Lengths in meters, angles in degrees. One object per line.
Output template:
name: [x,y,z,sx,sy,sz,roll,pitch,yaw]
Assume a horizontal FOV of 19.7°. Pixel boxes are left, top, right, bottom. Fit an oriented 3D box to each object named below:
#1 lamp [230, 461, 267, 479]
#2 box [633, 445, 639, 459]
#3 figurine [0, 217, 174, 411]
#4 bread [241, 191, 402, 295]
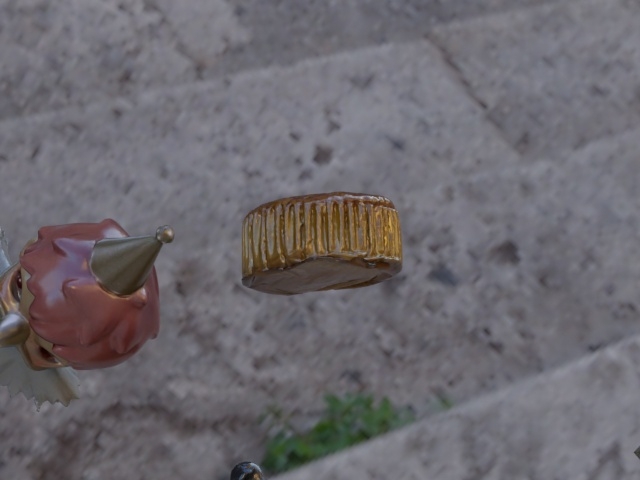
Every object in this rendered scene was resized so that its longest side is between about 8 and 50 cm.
lamp: [-0.078,0.467,1.979,0.272,0.205,0.374,-33,78,-7]
box: [0.320,0.175,1.610,0.083,0.024,0.053,-43,98,-20]
figurine: [-0.266,0.068,1.831,0.166,0.387,0.207,-26,98,-45]
bread: [0.000,0.000,2.211,0.199,0.199,0.104,3,77,-31]
